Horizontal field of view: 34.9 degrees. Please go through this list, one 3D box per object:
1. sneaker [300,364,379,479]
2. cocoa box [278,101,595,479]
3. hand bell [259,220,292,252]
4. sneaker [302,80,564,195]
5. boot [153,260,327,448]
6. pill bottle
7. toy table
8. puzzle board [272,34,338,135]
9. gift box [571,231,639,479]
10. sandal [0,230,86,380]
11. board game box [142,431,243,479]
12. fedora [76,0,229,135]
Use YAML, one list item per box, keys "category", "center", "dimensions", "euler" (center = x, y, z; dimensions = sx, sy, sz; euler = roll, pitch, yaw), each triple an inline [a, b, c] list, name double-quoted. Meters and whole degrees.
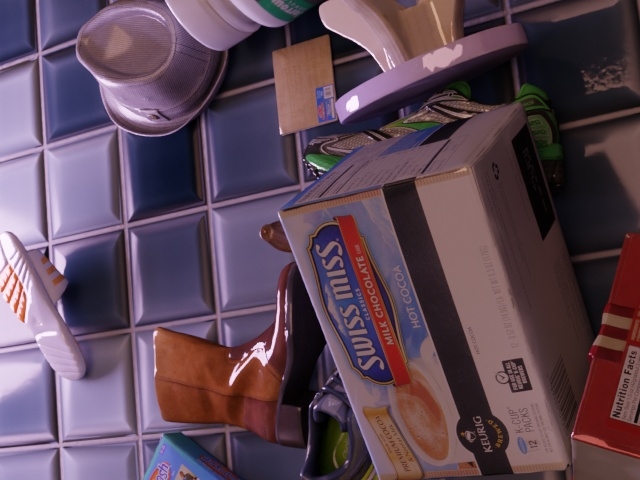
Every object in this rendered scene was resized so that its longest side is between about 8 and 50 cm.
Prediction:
- category: "sneaker"
  center: [0.052, 0.192, 1.312]
  dimensions: [0.111, 0.121, 0.300]
  euler: [13, 93, 29]
- category: "cocoa box"
  center: [0.145, 0.061, 1.139]
  dimensions: [0.228, 0.231, 0.347]
  euler: [-12, 106, 29]
- category: "hand bell"
  center: [0.000, 0.000, 1.296]
  dimensions: [0.126, 0.242, 0.126]
  euler: [-4, 82, 30]
- category: "sneaker"
  center: [0.141, -0.121, 1.307]
  dimensions: [0.343, 0.134, 0.146]
  euler: [-2, 77, 22]
- category: "boot"
  center: [-0.118, 0.148, 1.440]
  dimensions: [0.280, 0.096, 0.264]
  euler: [6, 106, 35]
- category: "pill bottle"
  center: [-0.038, -0.422, 1.388]
  dimensions: [0.361, 0.204, 0.204]
  euler: [-28, 71, 26]
- category: "toy table"
  center: [0.113, -0.266, 1.272]
  dimensions: [0.274, 0.252, 0.161]
  euler: [-19, 89, 30]
- category: "puzzle board"
  center: [-0.021, -0.223, 1.468]
  dimensions: [0.096, 0.011, 0.128]
  euler: [-11, 80, 28]
- category: "gift box"
  center: [0.393, 0.175, 0.990]
  dimensions: [0.276, 0.258, 0.255]
  euler: [18, 69, 21]
- category: "sandal"
  center: [-0.443, 0.102, 1.654]
  dimensions: [0.102, 0.076, 0.265]
  euler: [-29, 91, 40]
- category: "board game box"
  center: [-0.175, 0.400, 1.469]
  dimensions: [0.210, 0.047, 0.160]
  euler: [31, 101, 29]
- category: "fedora"
  center: [-0.277, -0.288, 1.561]
  dimensions: [0.275, 0.124, 0.243]
  euler: [16, 92, 31]
